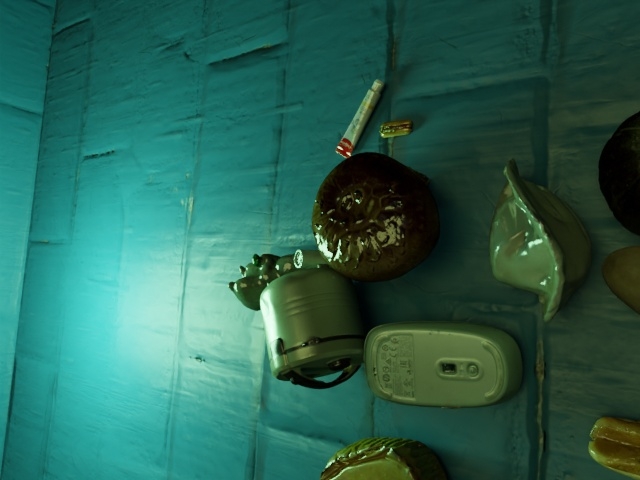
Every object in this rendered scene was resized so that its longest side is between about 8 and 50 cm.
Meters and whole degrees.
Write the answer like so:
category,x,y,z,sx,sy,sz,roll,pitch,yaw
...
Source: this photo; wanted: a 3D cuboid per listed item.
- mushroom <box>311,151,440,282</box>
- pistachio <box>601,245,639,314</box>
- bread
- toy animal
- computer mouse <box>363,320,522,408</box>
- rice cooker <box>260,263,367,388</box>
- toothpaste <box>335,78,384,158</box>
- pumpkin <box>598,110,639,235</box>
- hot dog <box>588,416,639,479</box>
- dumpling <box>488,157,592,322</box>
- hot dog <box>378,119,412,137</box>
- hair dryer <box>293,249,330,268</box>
category,x,y,z,sx,sy,sz,roll,pitch,yaw
mushroom,0.108,-0.055,1.040,0.278,0.163,0.297,-47,51,-5
pistachio,0.525,0.069,0.786,0.186,0.108,0.126,18,117,44
bread,0.123,0.506,1.005,0.253,0.142,0.227,-24,71,34
toy animal,-0.085,0.083,1.243,0.251,0.127,0.125,-18,56,20
computer mouse,0.227,0.230,0.976,0.289,0.097,0.159,-3,92,23
rice cooker,-0.012,0.191,1.095,0.226,0.226,0.244,-32,60,29
toothpaste,0.094,-0.283,1.201,0.048,0.031,0.190,38,108,30
pumpkin,0.541,-0.105,0.762,0.238,0.159,0.237,-20,57,34
hot dog,0.536,0.325,0.763,0.249,0.076,0.102,-5,53,42
dumpling,0.345,-0.013,0.860,0.175,0.227,0.243,-45,56,5
hot dog,0.165,-0.251,1.149,0.083,0.021,0.037,-3,81,34
hair dryer,-0.008,-0.002,1.179,0.183,0.155,0.044,59,135,43
